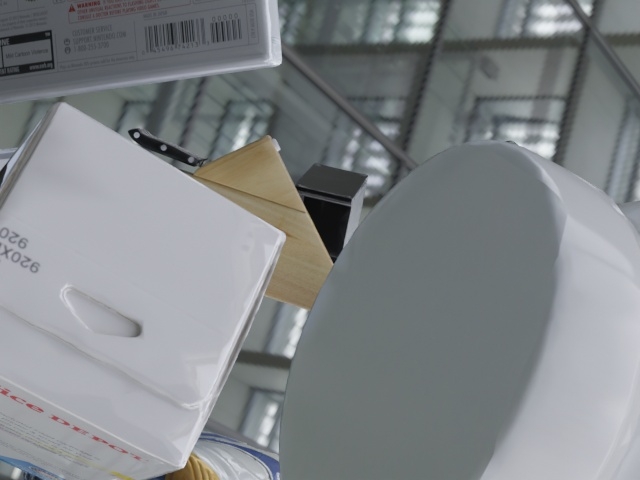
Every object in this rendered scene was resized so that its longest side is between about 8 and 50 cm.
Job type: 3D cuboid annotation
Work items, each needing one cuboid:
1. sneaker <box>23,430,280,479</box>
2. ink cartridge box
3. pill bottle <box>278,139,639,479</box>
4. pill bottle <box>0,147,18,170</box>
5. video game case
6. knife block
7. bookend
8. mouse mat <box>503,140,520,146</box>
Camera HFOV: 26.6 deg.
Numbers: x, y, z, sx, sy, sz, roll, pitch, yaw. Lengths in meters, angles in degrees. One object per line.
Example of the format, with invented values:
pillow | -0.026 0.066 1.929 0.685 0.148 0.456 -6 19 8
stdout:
sneaker | -0.143 0.212 1.156 0.296 0.131 0.111 2 -91 49
ink cartridge box | -0.163 0.051 0.880 0.233 0.171 0.168 -29 -146 61
pill bottle | 0.137 0.083 0.445 0.162 0.278 0.162 -43 -147 37
pill bottle | -0.278 0.029 1.145 0.210 0.363 0.210 7 -78 36
video game case | -0.140 -0.202 0.879 0.227 0.026 0.206 -5 -90 21
knife block | -0.129 -0.001 1.416 0.242 0.088 0.275 -26 -87 2
bookend | 0.000 0.000 1.643 0.072 0.156 0.157 13 -75 6
mouse mat | 0.206 -0.033 1.719 0.190 0.153 0.007 -44 -130 11
